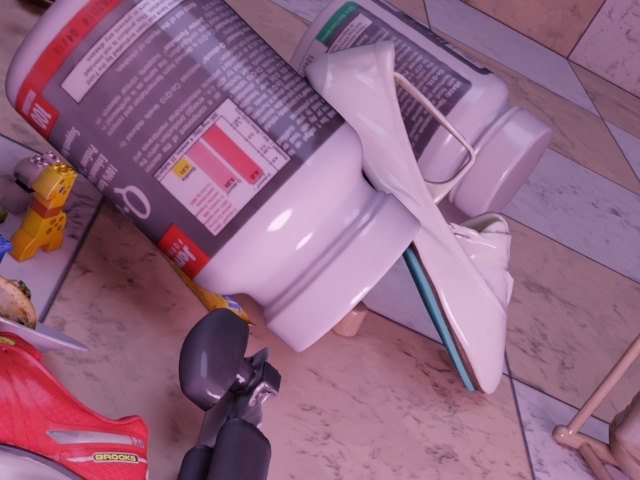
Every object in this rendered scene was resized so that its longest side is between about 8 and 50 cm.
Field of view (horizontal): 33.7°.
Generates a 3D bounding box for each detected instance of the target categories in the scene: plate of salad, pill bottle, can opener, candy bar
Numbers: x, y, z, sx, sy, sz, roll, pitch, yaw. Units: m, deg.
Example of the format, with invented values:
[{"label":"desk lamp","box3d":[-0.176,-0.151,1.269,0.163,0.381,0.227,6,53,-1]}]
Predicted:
[{"label":"plate of salad","box3d":[-0.255,0.032,0.765,0.200,0.048,0.200,22,-7,3]},{"label":"pill bottle","box3d":[0.144,-0.196,1.557,0.361,0.204,0.204,38,25,16]},{"label":"can opener","box3d":[-0.084,0.159,0.778,0.093,0.074,0.280,41,23,-19]},{"label":"candy bar","box3d":[-0.122,0.033,1.045,0.040,0.018,0.161,0,39,-49]},{"label":"pill bottle","box3d":[-0.093,-0.081,0.983,0.363,0.210,0.210,44,24,-2]}]

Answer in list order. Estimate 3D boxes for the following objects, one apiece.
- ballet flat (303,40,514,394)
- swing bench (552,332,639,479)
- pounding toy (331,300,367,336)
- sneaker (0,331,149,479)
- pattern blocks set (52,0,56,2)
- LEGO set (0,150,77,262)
[{"label":"ballet flat","box3d":[0.121,-0.030,1.103,0.400,0.139,0.139,60,26,-4]},{"label":"swing bench","box3d":[0.433,0.186,1.098,0.255,0.253,0.165,17,28,-29]},{"label":"pounding toy","box3d":[-0.003,0.003,1.143,0.181,0.094,0.206,2,36,-47]},{"label":"sneaker","box3d":[-0.233,0.102,0.657,0.279,0.107,0.118,31,47,-23]},{"label":"pattern blocks set","box3d":[-0.241,-0.293,1.402,0.325,0.026,0.285,14,8,-29]},{"label":"LEGO set","box3d":[-0.270,-0.034,0.913,0.087,0.093,0.227,36,25,11]}]
